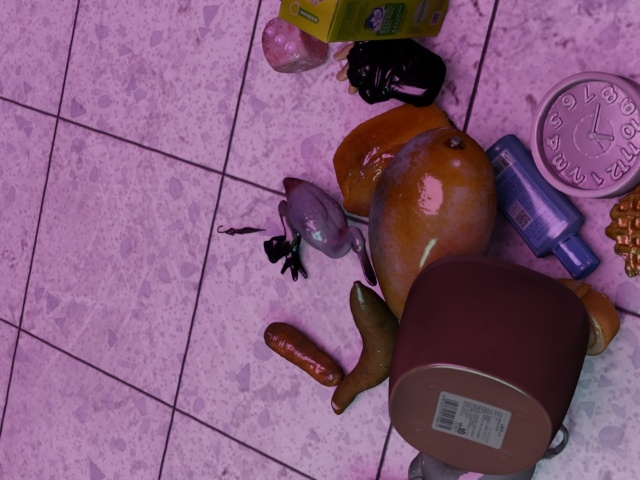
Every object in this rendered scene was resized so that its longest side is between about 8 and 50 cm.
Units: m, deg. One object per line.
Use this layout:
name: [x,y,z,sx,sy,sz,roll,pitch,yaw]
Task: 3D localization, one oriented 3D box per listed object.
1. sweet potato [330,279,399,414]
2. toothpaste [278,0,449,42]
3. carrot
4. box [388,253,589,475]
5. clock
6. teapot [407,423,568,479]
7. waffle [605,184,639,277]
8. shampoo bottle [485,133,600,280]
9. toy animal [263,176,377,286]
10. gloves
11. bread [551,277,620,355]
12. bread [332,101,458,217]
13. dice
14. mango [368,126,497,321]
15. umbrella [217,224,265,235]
sweet potato: [0.086,0.186,1.979,0.079,0.109,0.346,-95,10,-47]
toothpaste: [0.078,-0.382,1.848,0.110,0.327,0.077,34,119,28]
carrot: [-0.030,0.210,2.104,0.186,0.060,0.060,32,109,28]
box: [0.239,0.193,1.687,0.301,0.216,0.301,13,132,15]
clock: [0.429,-0.163,1.760,0.197,0.068,0.196,1,92,35]
teapot: [0.260,0.353,1.839,0.295,0.129,0.193,-20,40,14]
waffle: [0.525,-0.026,1.707,0.194,0.051,0.149,-38,68,29]
shampoo bottle: [0.351,-0.046,1.822,0.104,0.061,0.258,-47,66,27]
toy animal: [0.003,-0.022,2.014,0.324,0.091,0.195,-1,101,58]
gloves: [0.109,-0.293,1.931,0.204,0.164,0.124,21,126,17]
bread: [0.386,0.119,1.772,0.149,0.073,0.122,5,121,36]
bread: [0.108,-0.139,1.949,0.260,0.134,0.129,-41,68,29]
dice: [-0.047,-0.363,2.077,0.091,0.094,0.093,-14,82,36]
mango: [0.178,-0.006,1.840,0.221,0.199,0.383,-118,26,-48]
umbrella: [-0.157,-0.017,2.214,0.122,0.013,0.022,3,72,37]
